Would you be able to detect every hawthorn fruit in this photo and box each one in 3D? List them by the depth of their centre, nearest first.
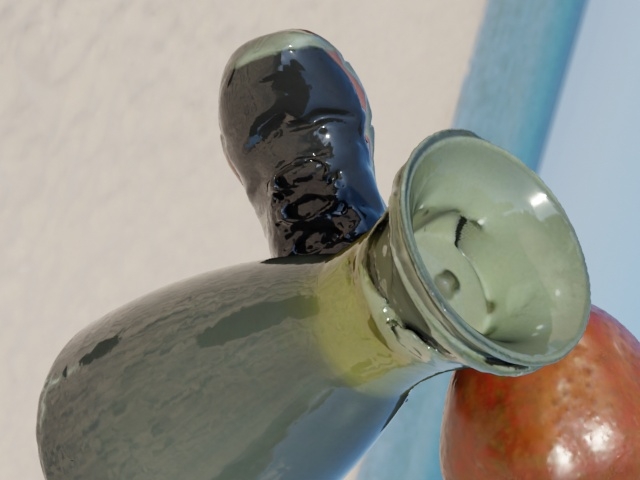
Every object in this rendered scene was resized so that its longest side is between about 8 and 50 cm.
[{"bbox_3d":[0.174,0.134,0.923,0.189,0.189,0.189,16,90,-81],"label":"hawthorn fruit"}]

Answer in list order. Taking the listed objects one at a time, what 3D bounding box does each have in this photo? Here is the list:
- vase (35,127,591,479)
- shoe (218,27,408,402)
[{"bbox_3d":[-0.010,0.068,0.693,0.321,0.173,0.173,-33,-155,44],"label":"vase"},{"bbox_3d":[0.000,0.000,0.878,0.137,0.114,0.291,-78,149,-60],"label":"shoe"}]
